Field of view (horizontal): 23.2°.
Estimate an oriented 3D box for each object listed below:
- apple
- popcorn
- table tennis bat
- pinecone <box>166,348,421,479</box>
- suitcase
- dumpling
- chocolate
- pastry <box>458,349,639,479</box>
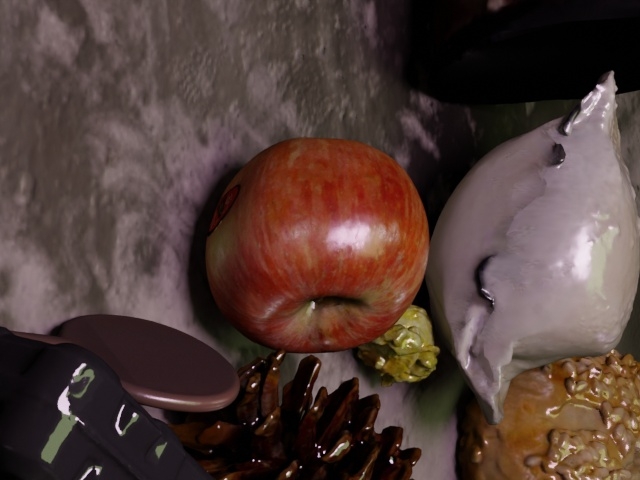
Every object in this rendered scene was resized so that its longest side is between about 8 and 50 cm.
[{"bbox_3d":[0.000,0.000,1.018,0.146,0.146,0.131,46,31,-46],"label":"apple"},{"bbox_3d":[0.055,0.075,1.172,0.083,0.059,0.068,18,52,-71],"label":"popcorn"},{"bbox_3d":[-0.107,0.022,0.877,0.170,0.107,0.119,8,109,-35],"label":"table tennis bat"},{"bbox_3d":[-0.026,0.145,0.981,0.165,0.163,0.163,52,45,-10],"label":"pinecone"},{"bbox_3d":[-0.121,0.135,0.788,0.066,0.206,0.285,-60,138,-23],"label":"suitcase"},{"bbox_3d":[0.190,0.015,1.232,0.175,0.243,0.227,55,7,23],"label":"dumpling"},{"bbox_3d":[0.206,-0.224,1.222,0.283,0.283,0.186,1,78,-56],"label":"chocolate"},{"bbox_3d":[0.237,0.238,1.359,0.255,0.162,0.311,-45,128,-48],"label":"pastry"}]
